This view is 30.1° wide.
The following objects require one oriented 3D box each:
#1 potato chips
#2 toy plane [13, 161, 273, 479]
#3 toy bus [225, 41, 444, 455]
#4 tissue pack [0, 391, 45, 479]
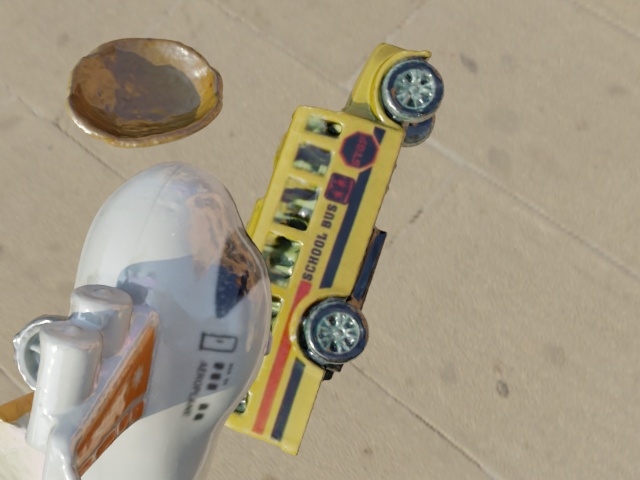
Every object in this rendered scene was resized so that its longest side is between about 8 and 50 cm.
[{"bbox_3d":[-0.235,-0.187,1.588,0.195,0.062,0.208,43,61,17],"label":"potato chips"},{"bbox_3d":[-0.083,0.078,0.651,0.118,0.244,0.244,15,69,17],"label":"toy plane"},{"bbox_3d":[0.000,0.000,0.973,0.123,0.121,0.335,18,85,1],"label":"toy bus"},{"bbox_3d":[-0.226,0.235,1.220,0.124,0.225,0.184,17,111,33],"label":"tissue pack"}]
